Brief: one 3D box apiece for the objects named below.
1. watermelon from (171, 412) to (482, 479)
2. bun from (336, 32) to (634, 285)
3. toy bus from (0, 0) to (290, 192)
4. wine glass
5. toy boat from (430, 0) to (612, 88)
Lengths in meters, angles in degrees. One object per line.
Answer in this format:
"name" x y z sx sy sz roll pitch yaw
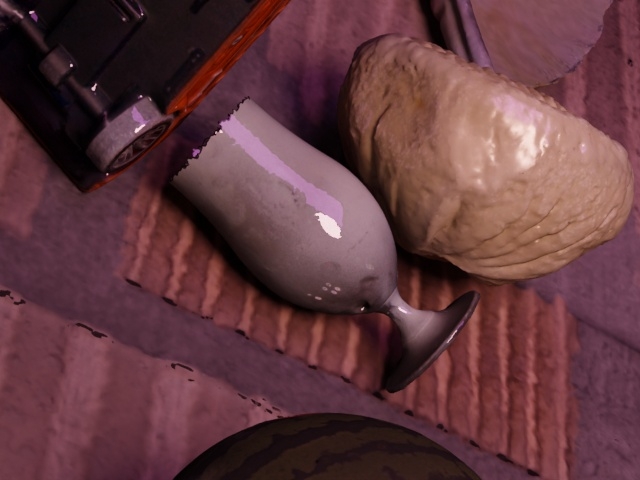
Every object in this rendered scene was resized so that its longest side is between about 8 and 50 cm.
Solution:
"watermelon" 0.007 0.190 0.959 0.212 0.212 0.212 23 45 -25
"bun" 0.101 -0.045 1.280 0.220 0.134 0.220 28 -3 1
"toy bus" -0.070 -0.182 1.111 0.143 0.329 0.153 49 38 5
"wine glass" 0.000 0.000 1.200 0.202 0.093 0.093 41 40 -5
"toy boat" 0.145 -0.254 1.545 0.276 0.111 0.293 -13 79 -46
